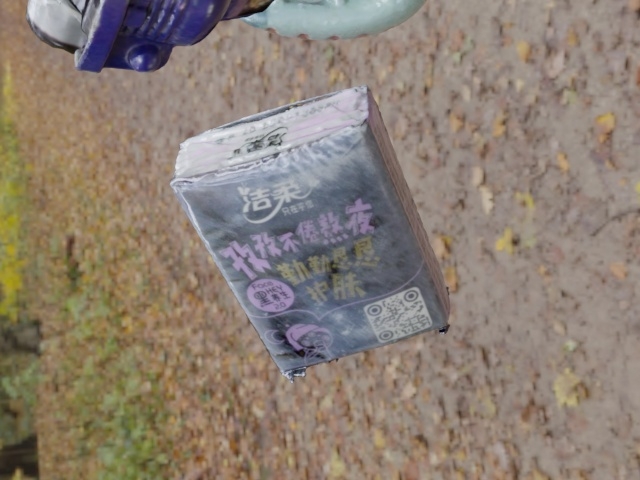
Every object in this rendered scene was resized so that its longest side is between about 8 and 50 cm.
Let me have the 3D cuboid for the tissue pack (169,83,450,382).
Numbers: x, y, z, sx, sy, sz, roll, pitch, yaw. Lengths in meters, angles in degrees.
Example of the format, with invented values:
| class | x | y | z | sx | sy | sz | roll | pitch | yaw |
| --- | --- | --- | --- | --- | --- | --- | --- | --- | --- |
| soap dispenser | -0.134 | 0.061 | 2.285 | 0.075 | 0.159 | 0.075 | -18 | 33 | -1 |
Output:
| class | x | y | z | sx | sy | sz | roll | pitch | yaw |
| --- | --- | --- | --- | --- | --- | --- | --- | --- | --- |
| tissue pack | 0.000 | 0.000 | 1.229 | 0.122 | 0.259 | 0.361 | -92 | -20 | -51 |

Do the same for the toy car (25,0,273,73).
| class | x | y | z | sx | sy | sz | roll | pitch | yaw |
| --- | --- | --- | --- | --- | --- | --- | --- | --- | --- |
| toy car | -0.086 | -0.212 | 0.592 | 0.172 | 0.158 | 0.235 | 123 | 149 | -46 |

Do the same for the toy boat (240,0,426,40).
| class | x | y | z | sx | sy | sz | roll | pitch | yaw |
| --- | --- | --- | --- | --- | --- | --- | --- | --- | --- |
| toy boat | 0.017 | -0.270 | 0.989 | 0.079 | 0.208 | 0.134 | -110 | 21 | -69 |
